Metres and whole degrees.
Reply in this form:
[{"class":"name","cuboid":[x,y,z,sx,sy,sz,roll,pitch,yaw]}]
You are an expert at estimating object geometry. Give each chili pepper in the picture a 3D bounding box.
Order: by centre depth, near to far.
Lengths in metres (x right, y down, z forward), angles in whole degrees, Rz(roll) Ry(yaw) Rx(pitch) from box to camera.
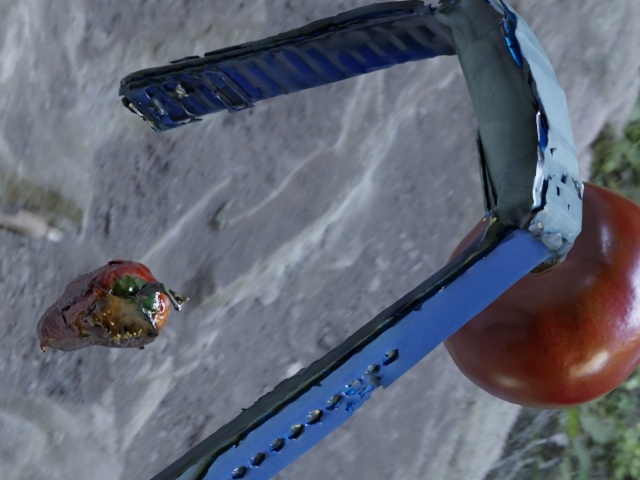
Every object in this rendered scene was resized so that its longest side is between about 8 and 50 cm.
[{"class":"chili pepper","cuboid":[-0.141,0.045,1.047,0.059,0.268,0.050,32,70,-15]}]

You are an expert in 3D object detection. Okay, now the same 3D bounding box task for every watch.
[{"class":"watch","cuboid":[0.006,0.010,0.858,0.274,0.068,0.276,-12,69,25]}]

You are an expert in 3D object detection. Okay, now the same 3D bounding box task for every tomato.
[{"class":"tomato","cuboid":[0.191,0.047,1.295,0.195,0.195,0.136,-57,138,-22]}]
